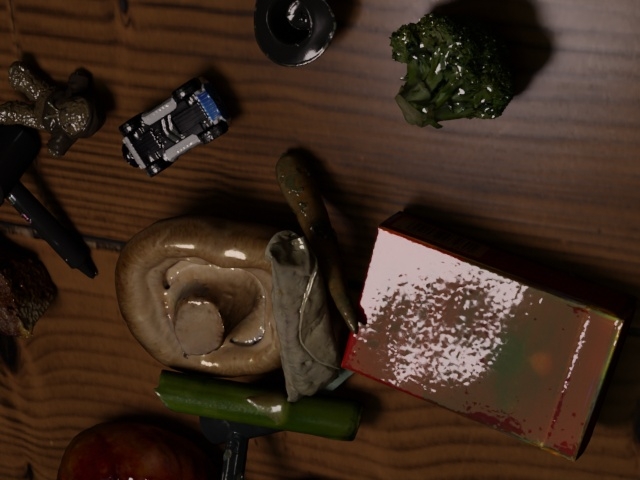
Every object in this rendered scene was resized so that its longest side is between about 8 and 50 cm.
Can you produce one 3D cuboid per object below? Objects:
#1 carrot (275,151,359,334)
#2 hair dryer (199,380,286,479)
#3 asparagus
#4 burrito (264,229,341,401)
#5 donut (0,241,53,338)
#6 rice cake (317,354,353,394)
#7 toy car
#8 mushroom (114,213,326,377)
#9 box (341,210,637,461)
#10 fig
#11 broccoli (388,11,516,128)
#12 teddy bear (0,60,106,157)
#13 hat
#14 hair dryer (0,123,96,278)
[{"bbox_3d":[0.000,0.000,1.725,0.049,0.049,0.254,-35,68,37],"label":"carrot"},{"bbox_3d":[-0.110,0.302,1.905,0.124,0.219,0.071,-16,142,35],"label":"hair dryer"},{"bbox_3d":[-0.081,0.219,1.851,0.278,0.067,0.060,9,92,1],"label":"asparagus"},{"bbox_3d":[-0.022,0.099,1.734,0.059,0.082,0.275,33,146,36],"label":"burrito"},{"bbox_3d":[-0.504,0.007,2.028,0.151,0.112,0.295,-17,103,37],"label":"donut"},{"bbox_3d":[0.044,0.157,1.843,0.029,0.033,0.171,44,126,-4],"label":"rice cake"},{"bbox_3d":[-0.189,-0.144,1.798,0.171,0.070,0.080,-28,99,34],"label":"toy car"},{"bbox_3d":[-0.132,0.068,1.818,0.278,0.146,0.278,6,127,9],"label":"mushroom"},{"bbox_3d":[0.199,0.112,1.685,0.313,0.089,0.197,21,111,18],"label":"box"},{"bbox_3d":[-0.270,0.370,2.021,0.263,0.224,0.224,19,122,21],"label":"fig"},{"bbox_3d":[0.146,-0.187,1.562,0.146,0.138,0.162,51,167,-15],"label":"broccoli"},{"bbox_3d":[-0.352,-0.173,1.877,0.160,0.078,0.119,19,88,27],"label":"teddy bear"},{"bbox_3d":[-0.026,-0.265,1.660,0.121,0.050,0.121,17,124,28],"label":"hat"},{"bbox_3d":[-0.388,-0.046,1.963,0.070,0.114,0.248,-19,123,41],"label":"hair dryer"}]
